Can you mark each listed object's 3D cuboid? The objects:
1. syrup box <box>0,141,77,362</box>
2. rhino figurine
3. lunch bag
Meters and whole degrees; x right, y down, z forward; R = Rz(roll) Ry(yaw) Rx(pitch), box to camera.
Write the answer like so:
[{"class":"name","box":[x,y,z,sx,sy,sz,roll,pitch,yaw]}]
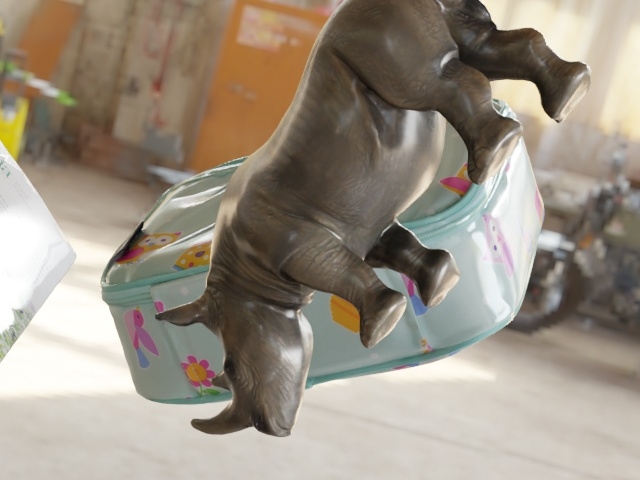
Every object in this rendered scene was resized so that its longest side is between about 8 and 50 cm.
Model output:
[{"class":"syrup box","box":[-0.203,0.030,0.787,0.096,0.093,0.237,-27,15,15]},{"class":"rhino figurine","box":[0.006,-0.007,0.732,0.106,0.243,0.073,42,26,19]},{"class":"lunch bag","box":[0.000,0.000,1.110,0.279,0.107,0.224,-12,24,21]}]
